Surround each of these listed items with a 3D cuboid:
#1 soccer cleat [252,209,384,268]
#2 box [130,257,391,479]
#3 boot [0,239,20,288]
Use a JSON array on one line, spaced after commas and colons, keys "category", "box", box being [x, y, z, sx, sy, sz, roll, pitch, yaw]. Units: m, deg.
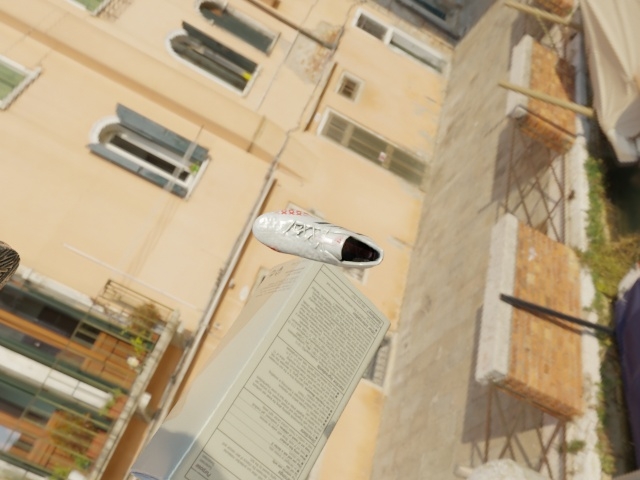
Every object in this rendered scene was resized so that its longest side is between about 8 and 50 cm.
[{"category": "soccer cleat", "box": [0.000, 0.000, 0.381, 0.035, 0.083, 0.029, -167, 93, -77]}, {"category": "box", "box": [-0.061, 0.180, 0.734, 0.121, 0.148, 0.311, -18, 31, 54]}, {"category": "boot", "box": [-0.790, -0.077, 1.102, 0.146, 0.445, 0.367, -51, -3, -10]}]
